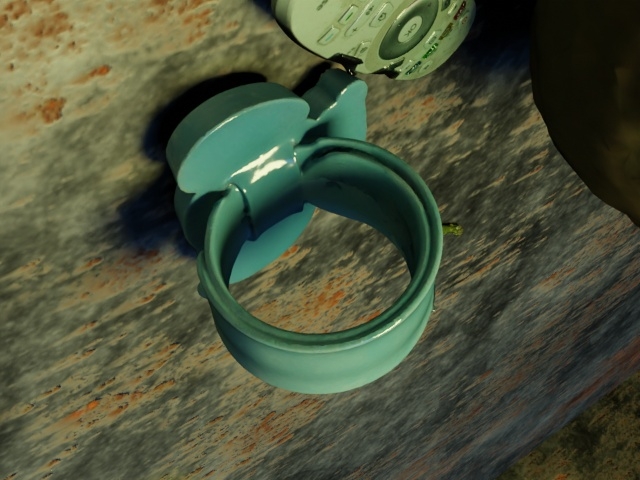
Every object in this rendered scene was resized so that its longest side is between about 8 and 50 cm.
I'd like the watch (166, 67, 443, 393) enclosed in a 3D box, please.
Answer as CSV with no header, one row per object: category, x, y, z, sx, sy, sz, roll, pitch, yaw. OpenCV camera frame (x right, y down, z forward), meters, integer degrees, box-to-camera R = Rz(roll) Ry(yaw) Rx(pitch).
watch,0.000,0.000,0.683,0.211,0.193,0.211,-32,155,-17

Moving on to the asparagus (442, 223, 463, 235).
asparagus,0.134,-0.011,1.069,0.015,0.014,0.114,-17,171,36

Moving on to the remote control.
remote control,0.043,-0.161,0.664,0.097,0.045,0.256,-49,157,17

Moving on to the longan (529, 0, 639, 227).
longan,0.347,-0.173,0.705,0.391,0.391,0.391,-33,154,-18
